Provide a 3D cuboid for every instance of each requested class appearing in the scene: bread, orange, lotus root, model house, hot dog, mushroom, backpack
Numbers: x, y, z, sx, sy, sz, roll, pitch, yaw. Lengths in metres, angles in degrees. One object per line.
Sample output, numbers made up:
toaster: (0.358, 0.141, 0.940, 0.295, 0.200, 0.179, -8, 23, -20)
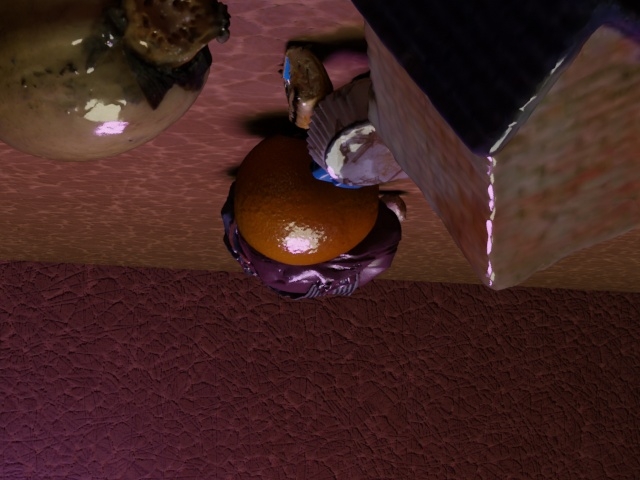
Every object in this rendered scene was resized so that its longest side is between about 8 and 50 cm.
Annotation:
bread: (-0.015, -0.163, 1.159, 0.053, 0.072, 0.106, -9, 172, -3)
orange: (-0.019, -0.060, 1.474, 0.206, 0.206, 0.206, 1, 172, 0)
lotus root: (-0.210, -0.151, 0.873, 0.183, 0.182, 0.310, 7, 170, -39)
model house: (0.191, -0.161, 0.728, 0.312, 0.245, 0.280, -24, 145, -5)
hot dog: (0.118, -0.127, 1.142, 0.268, 0.075, 0.144, -13, 141, -8)
mushroom: (0.056, -0.068, 1.952, 0.202, 0.054, 0.059, 6, 166, 0)
backpack: (0.000, 0.000, 1.716, 0.284, 0.197, 0.317, -6, -164, -13)

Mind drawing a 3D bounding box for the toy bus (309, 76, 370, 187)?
toy bus: (0.056, -0.126, 1.296, 0.090, 0.106, 0.185, 3, 170, -22)
